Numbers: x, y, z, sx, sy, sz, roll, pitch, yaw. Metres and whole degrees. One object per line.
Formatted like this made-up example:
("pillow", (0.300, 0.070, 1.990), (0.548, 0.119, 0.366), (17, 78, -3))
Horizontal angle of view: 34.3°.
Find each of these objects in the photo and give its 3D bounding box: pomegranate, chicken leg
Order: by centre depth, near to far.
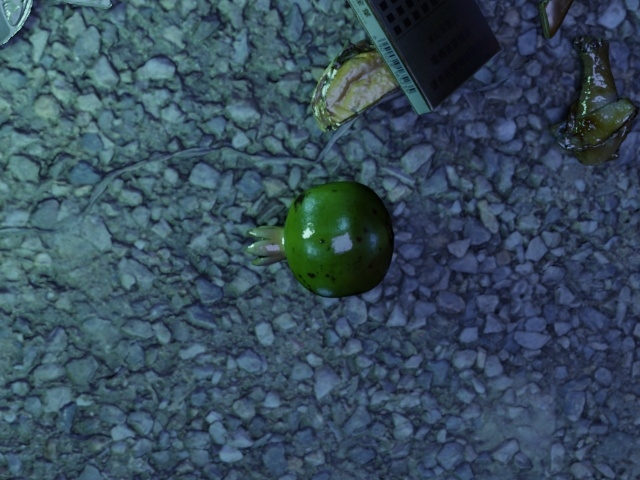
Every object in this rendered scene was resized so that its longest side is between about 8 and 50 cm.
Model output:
("pomegranate", (-0.001, 0.001, 1.567), (0.225, 0.187, 0.187), (-4, 107, 20))
("chicken leg", (0.430, -0.213, 1.602), (0.125, 0.080, 0.196), (13, 103, 3))

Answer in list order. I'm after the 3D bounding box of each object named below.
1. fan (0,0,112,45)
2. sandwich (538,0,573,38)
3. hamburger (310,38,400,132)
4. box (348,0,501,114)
("fan", (-0.483, -0.343, 1.487), (0.294, 0.012, 0.223), (36, 98, -14))
("sandwich", (0.353, -0.351, 1.577), (0.044, 0.031, 0.083), (24, 99, -17))
("hamburger", (0.051, -0.243, 1.545), (0.176, 0.087, 0.102), (-34, 95, -5))
("box", (0.123, -0.364, 1.495), (0.180, 0.047, 0.324), (-42, 109, -28))
